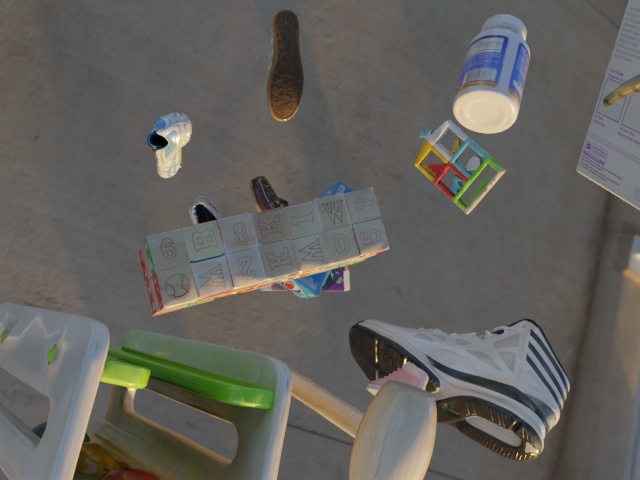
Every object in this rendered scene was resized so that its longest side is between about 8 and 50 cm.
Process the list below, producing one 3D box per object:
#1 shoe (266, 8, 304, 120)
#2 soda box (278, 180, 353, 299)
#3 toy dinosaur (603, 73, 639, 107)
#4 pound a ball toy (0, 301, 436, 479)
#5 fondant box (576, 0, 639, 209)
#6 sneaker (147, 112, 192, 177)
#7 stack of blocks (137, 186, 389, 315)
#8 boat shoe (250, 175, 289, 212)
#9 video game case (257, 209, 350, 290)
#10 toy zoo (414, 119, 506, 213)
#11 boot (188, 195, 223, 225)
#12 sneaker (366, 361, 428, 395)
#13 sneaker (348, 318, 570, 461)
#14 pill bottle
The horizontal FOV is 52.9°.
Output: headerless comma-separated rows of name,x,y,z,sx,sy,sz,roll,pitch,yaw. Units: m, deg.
shoe,-0.070,-0.350,1.302,0.076,0.058,0.219,3,93,-7
soda box,0.000,0.000,1.165,0.067,0.071,0.210,36,66,-17
toy dinosaur,0.423,-0.210,0.650,0.064,0.268,0.118,-46,125,-51
pound a ball toy,-0.106,0.133,0.441,0.208,0.319,0.136,19,77,-34
fondant box,0.481,-0.197,0.825,0.096,0.238,0.331,-3,119,-17
sneaker,-0.344,-0.209,1.422,0.086,0.237,0.085,-7,72,-23
stack of blocks,-0.081,0.017,0.856,0.297,0.171,0.087,-14,85,-20
boat shoe,-0.101,-0.064,1.549,0.207,0.073,0.073,66,26,-2
video game case,-0.043,0.020,1.589,0.042,0.232,0.210,-7,96,-67
toy zoo,0.431,-0.253,2.085,0.293,0.192,0.030,46,36,17
boot,-0.258,0.011,1.621,0.095,0.123,0.258,-31,101,-3
sneaker,0.144,0.257,1.169,0.051,0.134,0.070,42,62,-23
sneaker,0.291,0.246,1.329,0.257,0.447,0.169,-37,138,-37
pill bottle,0.416,-0.405,1.540,0.152,0.152,0.272,32,60,-22
